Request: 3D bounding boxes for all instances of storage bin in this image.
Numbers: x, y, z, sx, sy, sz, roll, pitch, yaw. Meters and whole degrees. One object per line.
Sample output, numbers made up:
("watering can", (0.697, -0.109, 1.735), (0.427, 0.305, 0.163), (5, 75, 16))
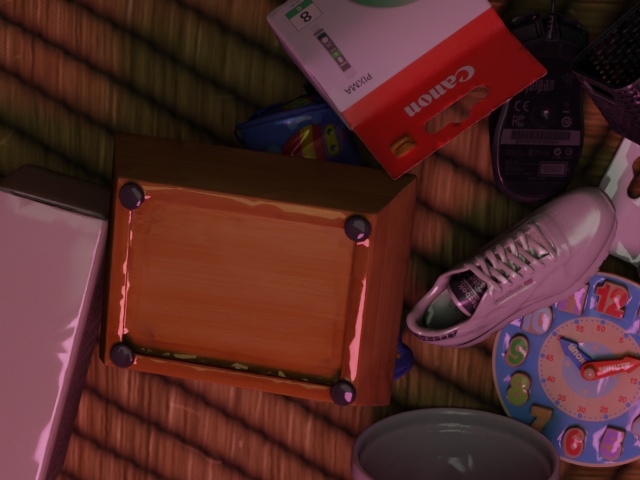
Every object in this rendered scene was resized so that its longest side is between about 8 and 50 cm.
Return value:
("storage bin", (0.343, -0.179, 1.722), (0.180, 0.122, 0.084), (-40, 115, -4))

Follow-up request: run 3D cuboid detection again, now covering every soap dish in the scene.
("soap dish", (-0.067, 0.034, 1.705), (0.291, 0.118, 0.229), (9, 106, 7))

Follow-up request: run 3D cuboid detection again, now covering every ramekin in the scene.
("ramekin", (0.132, 0.260, 1.819), (0.207, 0.207, 0.109), (3, 111, 4))

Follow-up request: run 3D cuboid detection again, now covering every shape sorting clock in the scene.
("shape sorting clock", (0.274, 0.131, 1.843), (0.206, 0.040, 0.206), (3, 99, 18))

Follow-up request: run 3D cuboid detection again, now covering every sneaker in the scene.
("sneaker", (0.189, 0.030, 1.794), (0.235, 0.095, 0.090), (-40, 67, 18))

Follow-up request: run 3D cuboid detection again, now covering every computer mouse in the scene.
("computer mouse", (0.247, -0.172, 1.795), (0.184, 0.060, 0.262), (-5, 107, -15))

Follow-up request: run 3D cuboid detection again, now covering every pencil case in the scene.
("pencil case", (0.000, 0.000, 1.812), (0.119, 0.133, 0.306), (-20, 103, -26))

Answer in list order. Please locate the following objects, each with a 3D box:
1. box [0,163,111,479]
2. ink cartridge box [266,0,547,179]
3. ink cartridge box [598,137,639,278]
("box", (-0.293, 0.094, 1.842), (0.121, 0.148, 0.311), (16, 101, 1))
("ink cartridge box", (0.077, -0.187, 1.717), (0.181, 0.225, 0.056), (-35, 141, -2))
("ink cartridge box", (0.448, 0.001, 1.778), (0.353, 0.119, 0.207), (26, 103, -1))
